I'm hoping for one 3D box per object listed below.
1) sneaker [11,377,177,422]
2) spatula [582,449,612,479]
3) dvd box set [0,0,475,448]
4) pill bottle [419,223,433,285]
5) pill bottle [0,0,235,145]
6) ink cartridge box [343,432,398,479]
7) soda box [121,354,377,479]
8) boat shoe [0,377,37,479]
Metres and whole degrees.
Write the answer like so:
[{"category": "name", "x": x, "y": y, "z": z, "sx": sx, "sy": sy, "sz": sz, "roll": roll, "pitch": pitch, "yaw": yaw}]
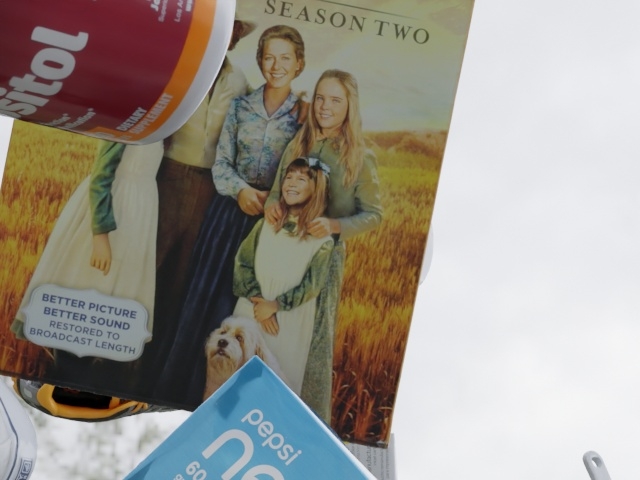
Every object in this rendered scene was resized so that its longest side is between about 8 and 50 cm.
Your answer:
[{"category": "sneaker", "x": -0.157, "y": 0.120, "z": 1.527, "sx": 0.215, "sy": 0.084, "sz": 0.083, "roll": -9, "pitch": 13, "yaw": -13}, {"category": "spatula", "x": 0.284, "y": 0.259, "z": 1.281, "sx": 0.168, "sy": 0.242, "sz": 0.019, "roll": 1, "pitch": -34, "yaw": -35}, {"category": "dvd box set", "x": -0.059, "y": -0.086, "z": 1.246, "sx": 0.308, "sy": 0.420, "sz": 0.062, "roll": 12, "pitch": 1, "yaw": -1}, {"category": "pill bottle", "x": 0.000, "y": 0.000, "z": 1.776, "sx": 0.209, "sy": 0.119, "sz": 0.119, "roll": -1, "pitch": -28, "yaw": 30}, {"category": "pill bottle", "x": -0.110, "y": -0.084, "z": 0.555, "sx": 0.152, "sy": 0.086, "sz": 0.086, "roll": 12, "pitch": -30, "yaw": -36}, {"category": "ink cartridge box", "x": -0.002, "y": 0.196, "z": 1.330, "sx": 0.123, "sy": 0.088, "sz": 0.052, "roll": -3, "pitch": -27, "yaw": 4}, {"category": "soda box", "x": 0.024, "y": 0.142, "z": 0.615, "sx": 0.071, "sy": 0.210, "sz": 0.067, "roll": -42, "pitch": -27, "yaw": -2}, {"category": "boat shoe", "x": -0.275, "y": 0.063, "z": 1.109, "sx": 0.095, "sy": 0.258, "sz": 0.084, "roll": -54, "pitch": -32, "yaw": 4}]
